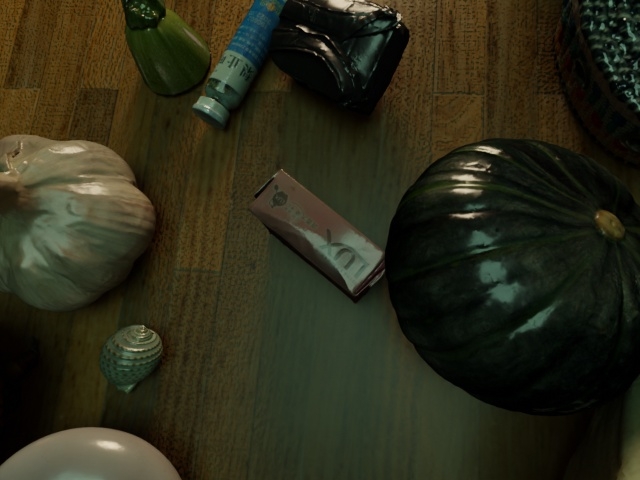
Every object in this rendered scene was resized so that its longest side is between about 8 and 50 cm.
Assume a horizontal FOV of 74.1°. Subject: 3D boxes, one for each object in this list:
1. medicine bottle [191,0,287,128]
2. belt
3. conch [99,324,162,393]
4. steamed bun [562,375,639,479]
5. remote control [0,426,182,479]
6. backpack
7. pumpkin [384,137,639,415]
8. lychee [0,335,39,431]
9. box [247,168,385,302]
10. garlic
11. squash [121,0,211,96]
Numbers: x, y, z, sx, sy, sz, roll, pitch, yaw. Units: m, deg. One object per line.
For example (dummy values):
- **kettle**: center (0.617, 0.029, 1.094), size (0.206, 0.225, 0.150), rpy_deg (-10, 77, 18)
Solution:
- **medicine bottle**: center (-0.101, -0.239, 0.558), size (0.051, 0.051, 0.191), rpy_deg (25, 82, 12)
- **belt**: center (0.367, -0.214, 0.441), size (0.207, 0.160, 0.294), rpy_deg (-31, 74, 18)
- **conch**: center (-0.229, 0.137, 0.497), size (0.076, 0.056, 0.085), rpy_deg (27, 82, 25)
- **steamed bun**: center (0.332, 0.210, 0.301), size (0.291, 0.273, 0.272), rpy_deg (5, 63, 27)
- **remote control**: center (-0.271, 0.353, 0.425), size (0.221, 0.103, 0.332), rpy_deg (29, 85, -3)
- **backpack**: center (0.020, -0.232, 0.515), size (0.165, 0.106, 0.120), rpy_deg (41, 108, 29)
- **pumpkin**: center (0.169, 0.029, 0.387), size (0.250, 0.216, 0.249), rpy_deg (10, 73, -35)
- **lychee**: center (-0.444, 0.183, 0.422), size (0.264, 0.300, 0.264), rpy_deg (16, 115, 39)
- **box**: center (0.000, 0.000, 0.466), size (0.156, 0.111, 0.060), rpy_deg (38, 85, 11)
- **garlic**: center (-0.314, -0.036, 0.464), size (0.219, 0.212, 0.218), rpy_deg (0, 78, 1)
- **squash**: center (-0.211, -0.263, 0.535), size (0.105, 0.132, 0.105), rpy_deg (-2, 76, 7)
